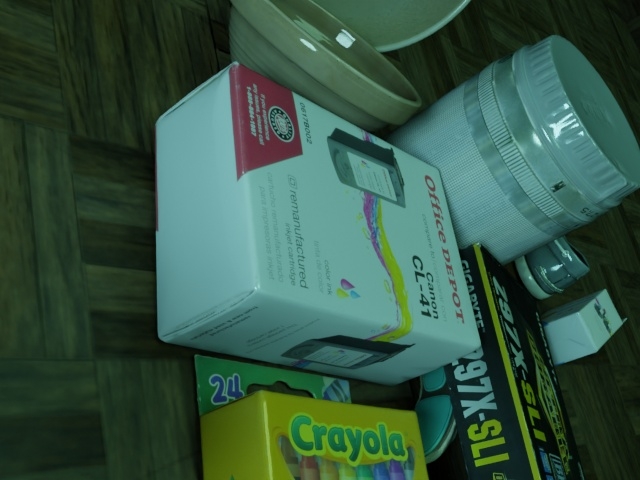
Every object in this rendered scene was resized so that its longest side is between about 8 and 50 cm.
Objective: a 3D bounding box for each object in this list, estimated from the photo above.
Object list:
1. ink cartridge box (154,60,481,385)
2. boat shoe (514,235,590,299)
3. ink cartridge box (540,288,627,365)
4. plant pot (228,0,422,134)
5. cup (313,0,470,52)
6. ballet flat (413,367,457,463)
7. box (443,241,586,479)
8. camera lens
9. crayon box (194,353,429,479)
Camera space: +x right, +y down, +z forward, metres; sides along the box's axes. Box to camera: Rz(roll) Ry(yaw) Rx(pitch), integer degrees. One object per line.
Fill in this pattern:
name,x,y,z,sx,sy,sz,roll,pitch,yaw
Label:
ink cartridge box,0.000,0.000,0.749,0.306,0.131,0.226,18,54,-42
boat shoe,0.353,-0.064,1.250,0.116,0.099,0.319,23,50,-40
ink cartridge box,0.370,0.126,1.138,0.181,0.104,0.061,-16,80,-55
plant pot,-0.016,-0.181,0.837,0.237,0.110,0.237,34,22,-15
cup,0.039,-0.431,0.975,0.331,0.331,0.237,36,17,-30
ballet flat,0.135,0.182,0.857,0.052,0.057,0.168,53,36,-28
box,0.223,0.191,0.887,0.257,0.079,0.322,32,43,-54
camera lens,0.214,-0.088,0.942,0.219,0.274,0.219,31,43,-34
crayon box,0.009,0.247,0.632,0.203,0.083,0.323,19,53,-44
